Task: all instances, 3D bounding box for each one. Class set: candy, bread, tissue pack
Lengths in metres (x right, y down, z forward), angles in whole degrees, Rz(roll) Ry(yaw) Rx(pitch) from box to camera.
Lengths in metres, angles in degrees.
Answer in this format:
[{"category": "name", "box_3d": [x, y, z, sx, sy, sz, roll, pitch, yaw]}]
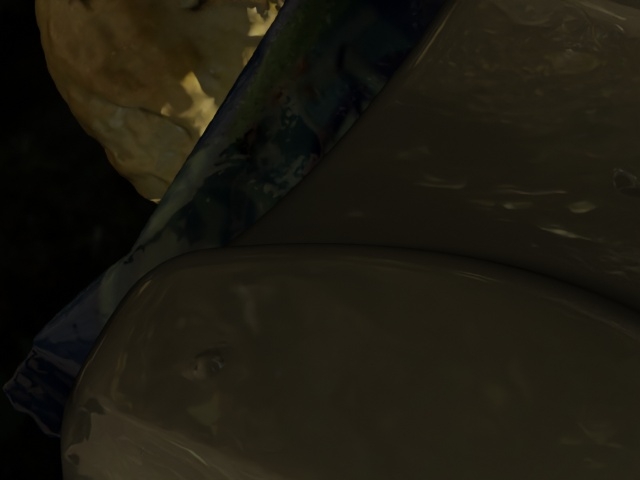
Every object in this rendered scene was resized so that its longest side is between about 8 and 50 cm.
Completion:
[{"category": "candy", "box_3d": [0.000, 0.000, 0.969, 0.331, 0.187, 0.077, -52, 170, 7]}, {"category": "bread", "box_3d": [-0.052, -0.127, 1.168, 0.134, 0.244, 0.244, -30, -143, 28]}, {"category": "tissue pack", "box_3d": [0.104, 0.051, 0.555, 0.333, 0.229, 0.236, -49, 139, -29]}]
